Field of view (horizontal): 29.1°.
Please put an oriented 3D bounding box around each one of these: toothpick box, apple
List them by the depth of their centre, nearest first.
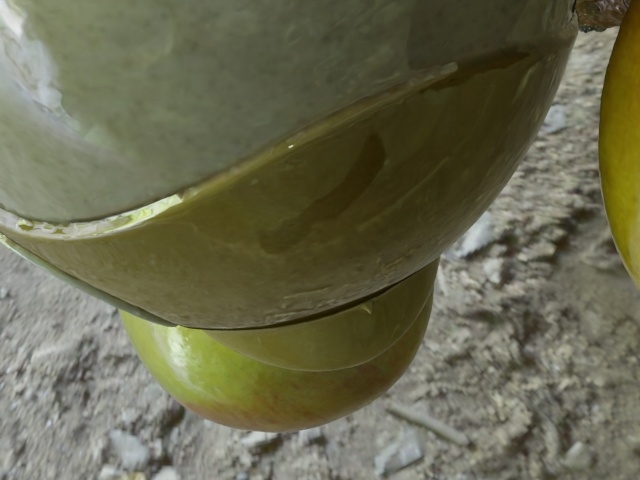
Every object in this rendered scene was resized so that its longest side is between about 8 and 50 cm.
[{"bbox_3d":[-0.056,-0.152,0.720,0.409,0.425,0.408,-2,55,2],"label":"toothpick box"},{"bbox_3d":[-0.035,0.036,1.010,0.261,0.194,0.260,-10,63,19],"label":"apple"}]

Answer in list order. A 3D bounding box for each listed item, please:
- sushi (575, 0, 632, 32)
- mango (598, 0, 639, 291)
[{"bbox_3d":[0.226,-0.278,1.156,0.140,0.287,0.149,19,117,-41],"label":"sushi"},{"bbox_3d":[0.213,-0.080,0.552,0.130,0.167,0.261,10,109,-45],"label":"mango"}]
